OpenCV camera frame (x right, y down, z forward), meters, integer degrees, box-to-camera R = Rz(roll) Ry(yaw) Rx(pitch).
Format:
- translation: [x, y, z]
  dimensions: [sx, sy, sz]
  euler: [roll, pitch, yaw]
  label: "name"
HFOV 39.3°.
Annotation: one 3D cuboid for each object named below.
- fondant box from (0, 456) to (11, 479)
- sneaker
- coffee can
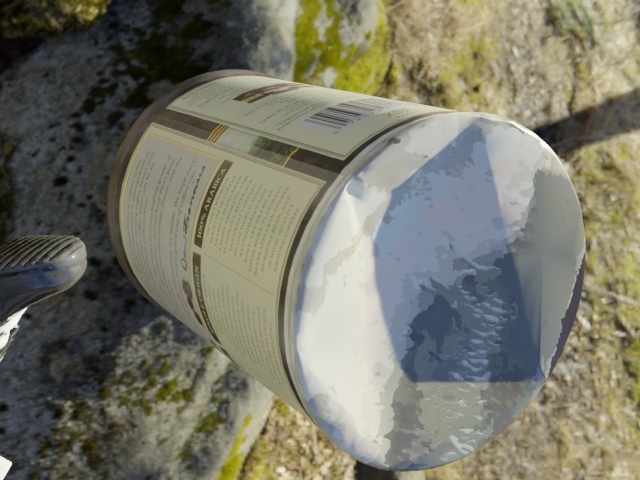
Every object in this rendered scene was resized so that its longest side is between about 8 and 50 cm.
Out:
- translation: [-0.613, 0.493, 1.342]
  dimensions: [0.096, 0.238, 0.330]
  euler: [33, 40, -11]
  label: "fondant box"
- translation: [-0.351, 0.093, 0.878]
  dimensions: [0.146, 0.330, 0.122]
  euler: [68, 20, -11]
  label: "sneaker"
- translation: [0.000, 0.000, 0.589]
  dimensions: [0.201, 0.275, 0.202]
  euler: [-9, 109, -30]
  label: "coffee can"
